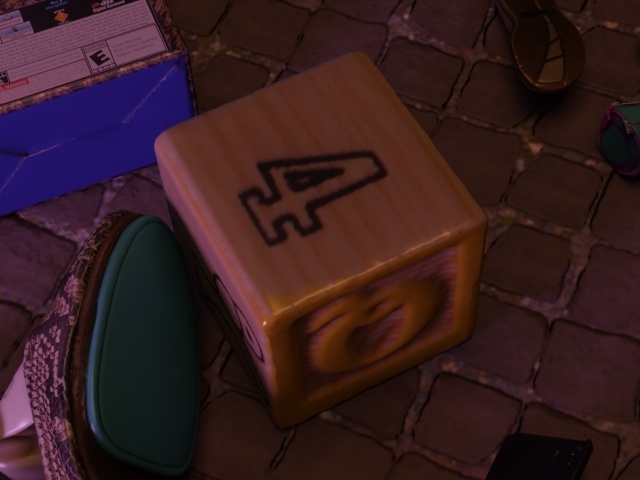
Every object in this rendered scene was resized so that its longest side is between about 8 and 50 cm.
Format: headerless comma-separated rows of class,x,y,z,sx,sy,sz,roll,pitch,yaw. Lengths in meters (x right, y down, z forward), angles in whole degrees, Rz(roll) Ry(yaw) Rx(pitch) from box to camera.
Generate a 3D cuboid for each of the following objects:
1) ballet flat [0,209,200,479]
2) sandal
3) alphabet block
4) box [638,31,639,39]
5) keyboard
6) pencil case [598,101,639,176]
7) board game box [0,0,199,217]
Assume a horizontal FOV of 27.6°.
ballet flat,-0.166,0.202,0.962,0.182,0.164,0.483,-25,57,17
sandal,0.207,-0.193,1.255,0.072,0.049,0.180,-4,42,-7
alphabet block,0.000,0.000,1.050,0.193,0.192,0.197,-26,61,-12
box,0.377,-0.189,1.254,0.136,0.028,0.081,-13,58,-3
keyboard,0.153,0.225,0.976,0.108,0.023,0.180,0,49,45
pencil case,0.331,-0.116,1.185,0.151,0.064,0.070,-23,84,-13
board game box,-0.269,-0.196,1.215,0.232,0.141,0.291,-19,58,-10
